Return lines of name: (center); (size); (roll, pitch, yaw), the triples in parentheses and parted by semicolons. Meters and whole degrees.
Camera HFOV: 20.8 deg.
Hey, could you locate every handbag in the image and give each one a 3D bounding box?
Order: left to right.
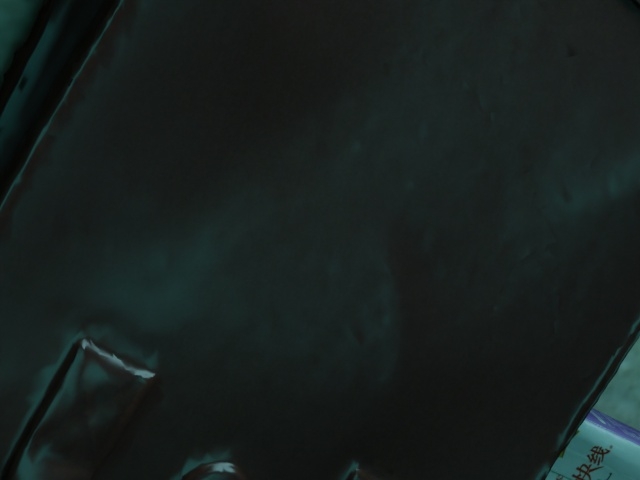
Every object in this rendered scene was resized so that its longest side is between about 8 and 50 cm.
handbag: (0.001, 0.000, 0.628); (0.260, 0.084, 0.276); (29, 94, -30)

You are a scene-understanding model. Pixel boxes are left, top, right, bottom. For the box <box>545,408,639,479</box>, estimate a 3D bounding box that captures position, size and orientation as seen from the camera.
box: (0.122, 0.102, 0.733); (0.117, 0.036, 0.051); (28, 94, -27)
